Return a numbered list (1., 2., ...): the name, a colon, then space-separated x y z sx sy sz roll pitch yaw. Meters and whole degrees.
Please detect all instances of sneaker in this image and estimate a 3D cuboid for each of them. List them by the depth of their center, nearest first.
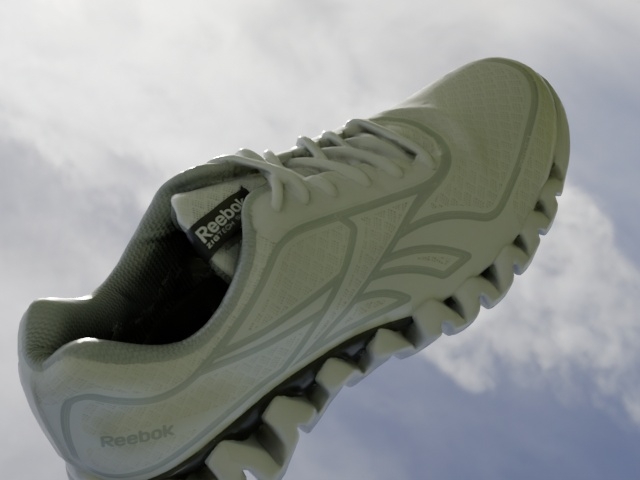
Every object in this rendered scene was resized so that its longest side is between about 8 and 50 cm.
1. sneaker: 0.000 0.000 0.458 0.292 0.118 0.110 -41 -138 -20
